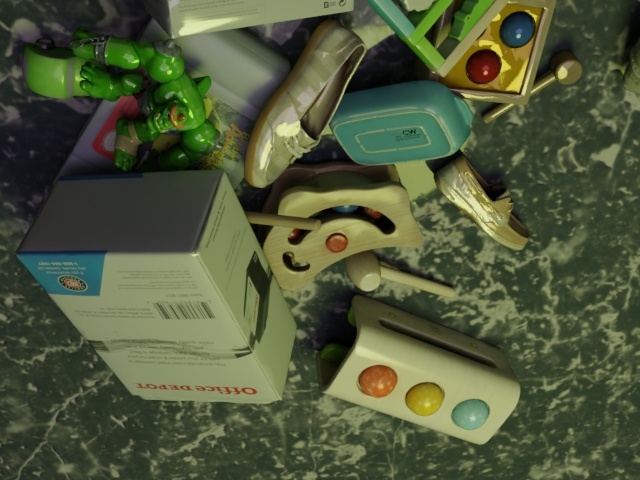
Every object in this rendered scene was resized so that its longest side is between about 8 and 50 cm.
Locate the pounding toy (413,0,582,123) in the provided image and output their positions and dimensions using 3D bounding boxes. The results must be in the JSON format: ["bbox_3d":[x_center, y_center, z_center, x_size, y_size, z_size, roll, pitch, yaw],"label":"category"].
[{"bbox_3d":[0.224,-0.210,0.939,0.206,0.094,0.181,4,120,-8],"label":"pounding toy"}]

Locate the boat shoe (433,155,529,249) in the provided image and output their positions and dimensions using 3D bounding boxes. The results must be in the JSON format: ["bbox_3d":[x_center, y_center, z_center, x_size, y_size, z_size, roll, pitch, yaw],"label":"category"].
[{"bbox_3d":[0.229,-0.050,1.053,0.170,0.063,0.059,35,117,-23],"label":"boat shoe"}]

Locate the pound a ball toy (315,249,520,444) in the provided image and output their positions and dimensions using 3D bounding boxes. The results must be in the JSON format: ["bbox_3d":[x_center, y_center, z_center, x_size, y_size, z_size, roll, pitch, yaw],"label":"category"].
[{"bbox_3d":[0.141,0.162,1.129,0.319,0.136,0.208,22,116,-19],"label":"pound a ball toy"}]

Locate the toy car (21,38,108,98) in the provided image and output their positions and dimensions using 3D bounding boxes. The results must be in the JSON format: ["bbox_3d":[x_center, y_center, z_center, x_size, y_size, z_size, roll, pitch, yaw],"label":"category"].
[{"bbox_3d":[-0.361,-0.202,0.903,0.224,0.053,0.239,6,120,-9],"label":"toy car"}]

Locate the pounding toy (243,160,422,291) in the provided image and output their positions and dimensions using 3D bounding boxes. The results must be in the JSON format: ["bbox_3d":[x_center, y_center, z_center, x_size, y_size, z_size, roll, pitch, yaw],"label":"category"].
[{"bbox_3d":[0.000,0.000,1.001,0.269,0.155,0.154,-5,124,-7],"label":"pounding toy"}]

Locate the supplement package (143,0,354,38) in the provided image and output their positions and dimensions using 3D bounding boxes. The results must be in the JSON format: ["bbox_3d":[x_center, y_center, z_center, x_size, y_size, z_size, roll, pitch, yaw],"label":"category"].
[{"bbox_3d":[-0.084,-0.330,0.776,0.194,0.149,0.203,-14,123,-18],"label":"supplement package"}]

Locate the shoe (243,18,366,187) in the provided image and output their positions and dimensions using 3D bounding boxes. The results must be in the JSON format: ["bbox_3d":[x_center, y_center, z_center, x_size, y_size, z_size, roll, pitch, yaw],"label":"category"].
[{"bbox_3d":[-0.020,-0.153,0.924,0.058,0.076,0.219,34,100,24],"label":"shoe"}]

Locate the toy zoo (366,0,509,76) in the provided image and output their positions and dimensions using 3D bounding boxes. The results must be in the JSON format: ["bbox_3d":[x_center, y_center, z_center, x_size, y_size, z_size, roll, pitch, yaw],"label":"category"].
[{"bbox_3d":[0.095,-0.321,0.759,0.192,0.030,0.293,-49,128,4],"label":"toy zoo"}]

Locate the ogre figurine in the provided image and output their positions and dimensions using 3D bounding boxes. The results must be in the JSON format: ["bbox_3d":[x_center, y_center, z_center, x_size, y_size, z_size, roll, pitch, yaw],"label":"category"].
[{"bbox_3d":[-0.186,-0.152,0.875,0.118,0.097,0.197,-9,108,19],"label":"ogre figurine"}]

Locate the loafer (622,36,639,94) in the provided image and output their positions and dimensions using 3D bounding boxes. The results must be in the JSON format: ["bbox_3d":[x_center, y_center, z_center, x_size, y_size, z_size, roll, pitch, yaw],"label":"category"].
[{"bbox_3d":[0.531,-0.219,0.973,0.319,0.112,0.111,2,156,-9],"label":"loafer"}]

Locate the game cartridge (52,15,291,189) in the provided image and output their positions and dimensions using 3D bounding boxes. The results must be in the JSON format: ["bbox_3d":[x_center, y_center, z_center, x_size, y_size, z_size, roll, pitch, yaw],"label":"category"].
[{"bbox_3d":[-0.174,-0.136,0.966,0.196,0.060,0.294,27,114,-25],"label":"game cartridge"}]

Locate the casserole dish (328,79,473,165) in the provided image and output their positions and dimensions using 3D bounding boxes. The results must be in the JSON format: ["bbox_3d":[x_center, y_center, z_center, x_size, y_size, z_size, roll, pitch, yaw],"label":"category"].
[{"bbox_3d":[0.090,-0.134,0.950,0.188,0.037,0.114,-4,144,32],"label":"casserole dish"}]

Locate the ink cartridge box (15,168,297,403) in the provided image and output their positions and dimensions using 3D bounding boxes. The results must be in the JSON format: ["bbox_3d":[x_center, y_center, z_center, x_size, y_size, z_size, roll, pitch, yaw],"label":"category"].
[{"bbox_3d":[-0.180,0.066,0.964,0.223,0.129,0.307,-1,139,18],"label":"ink cartridge box"}]
